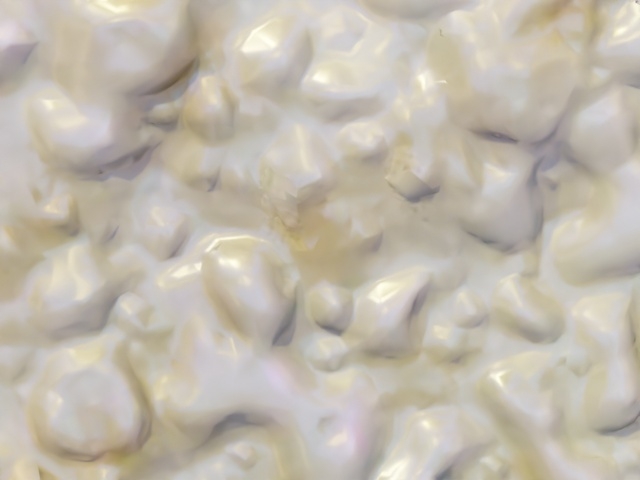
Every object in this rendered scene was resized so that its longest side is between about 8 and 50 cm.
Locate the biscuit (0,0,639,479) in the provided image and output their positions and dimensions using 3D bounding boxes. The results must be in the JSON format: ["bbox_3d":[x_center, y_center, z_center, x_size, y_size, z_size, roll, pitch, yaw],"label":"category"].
[{"bbox_3d":[0.001,0.016,0.332,0.188,0.265,0.040,-26,14,-1],"label":"biscuit"}]
